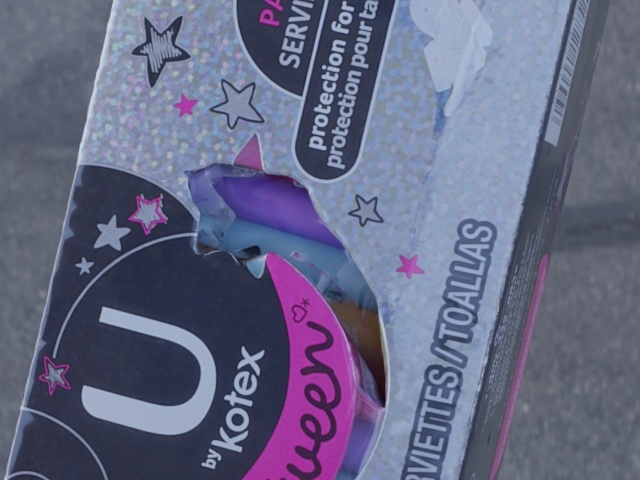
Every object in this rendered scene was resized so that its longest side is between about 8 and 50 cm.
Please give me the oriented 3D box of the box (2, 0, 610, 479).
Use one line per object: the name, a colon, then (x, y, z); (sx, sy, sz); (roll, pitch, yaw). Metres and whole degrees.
box: (0.000, 0.000, 0.624); (0.142, 0.163, 0.247); (13, 93, 11)
